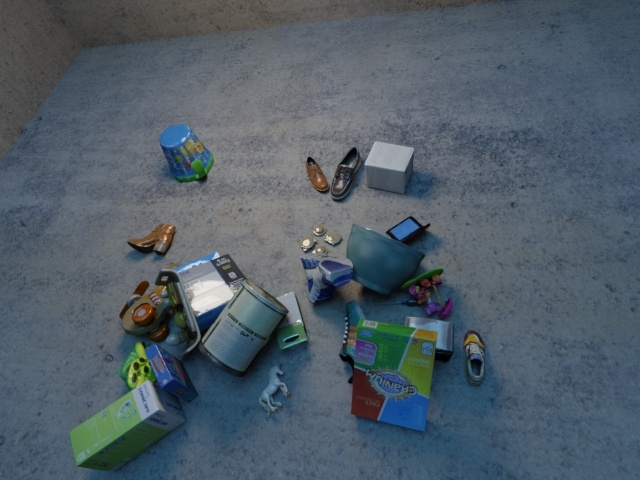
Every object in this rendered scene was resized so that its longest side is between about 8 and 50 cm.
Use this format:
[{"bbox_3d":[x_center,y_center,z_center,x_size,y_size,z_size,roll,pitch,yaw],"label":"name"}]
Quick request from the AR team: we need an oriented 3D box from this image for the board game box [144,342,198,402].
[{"bbox_3d":[-0.522,0.469,1.432,0.047,0.210,0.160,-35,58,-13],"label":"board game box"}]

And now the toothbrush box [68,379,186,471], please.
[{"bbox_3d":[-0.633,0.622,1.356,0.283,0.206,0.122,-33,57,-10],"label":"toothbrush box"}]

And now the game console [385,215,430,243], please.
[{"bbox_3d":[0.359,-0.048,1.674,0.143,0.124,0.085,-33,83,-10],"label":"game console"}]

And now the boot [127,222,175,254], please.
[{"bbox_3d":[-0.783,-0.017,1.897,0.196,0.073,0.153,12,60,5],"label":"boot"}]

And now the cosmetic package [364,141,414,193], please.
[{"bbox_3d":[0.311,-0.327,1.826,0.183,0.151,0.152,15,61,19],"label":"cosmetic package"}]

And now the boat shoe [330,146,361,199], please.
[{"bbox_3d":[0.114,-0.319,1.896,0.102,0.092,0.286,17,62,21],"label":"boat shoe"}]

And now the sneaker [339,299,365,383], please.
[{"bbox_3d":[0.116,0.356,1.437,0.120,0.108,0.303,-12,57,-2],"label":"sneaker"}]

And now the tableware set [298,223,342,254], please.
[{"bbox_3d":[0.000,0.000,1.753,0.141,0.020,0.168,35,68,27],"label":"tableware set"}]

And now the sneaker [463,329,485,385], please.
[{"bbox_3d":[0.517,0.380,1.352,0.069,0.084,0.186,-1,57,11],"label":"sneaker"}]

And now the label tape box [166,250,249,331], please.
[{"bbox_3d":[-0.453,0.166,1.636,0.249,0.115,0.348,-23,54,-30],"label":"label tape box"}]

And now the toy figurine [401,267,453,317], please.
[{"bbox_3d":[0.404,0.207,1.474,0.172,0.130,0.159,-17,64,-10],"label":"toy figurine"}]

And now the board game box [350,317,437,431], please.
[{"bbox_3d":[0.226,0.419,1.273,0.241,0.317,0.064,6,16,16],"label":"board game box"}]

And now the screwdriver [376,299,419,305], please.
[{"bbox_3d":[0.293,0.233,1.536,0.169,0.024,0.025,0,86,14],"label":"screwdriver"}]

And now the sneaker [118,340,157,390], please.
[{"bbox_3d":[-0.661,0.476,1.475,0.124,0.109,0.295,-53,21,-5],"label":"sneaker"}]

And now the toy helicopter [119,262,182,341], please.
[{"bbox_3d":[-0.694,0.236,1.698,0.234,0.140,0.355,4,46,24],"label":"toy helicopter"}]

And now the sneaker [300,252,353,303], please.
[{"bbox_3d":[0.026,0.155,1.531,0.127,0.183,0.315,-10,11,-23],"label":"sneaker"}]

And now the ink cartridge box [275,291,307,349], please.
[{"bbox_3d":[-0.120,0.311,1.544,0.108,0.062,0.210,-20,55,-1],"label":"ink cartridge box"}]

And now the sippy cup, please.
[{"bbox_3d":[-0.698,-0.460,2.079,0.304,0.224,0.240,10,60,17],"label":"sippy cup"}]

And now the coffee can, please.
[{"bbox_3d":[-0.271,0.309,1.448,0.201,0.201,0.276,34,86,29],"label":"coffee can"}]

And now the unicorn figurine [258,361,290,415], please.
[{"bbox_3d":[-0.159,0.513,1.418,0.111,0.060,0.162,33,68,28],"label":"unicorn figurine"}]

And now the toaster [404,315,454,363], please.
[{"bbox_3d":[0.355,0.332,1.357,0.167,0.186,0.110,5,67,15],"label":"toaster"}]

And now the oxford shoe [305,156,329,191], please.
[{"bbox_3d":[-0.023,-0.317,1.936,0.076,0.076,0.212,-25,57,-7],"label":"oxford shoe"}]

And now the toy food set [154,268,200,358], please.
[{"bbox_3d":[-0.541,0.271,1.494,0.092,0.219,0.307,-17,79,-32],"label":"toy food set"}]

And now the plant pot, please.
[{"bbox_3d":[0.215,0.083,1.520,0.292,0.293,0.197,25,92,25],"label":"plant pot"}]
